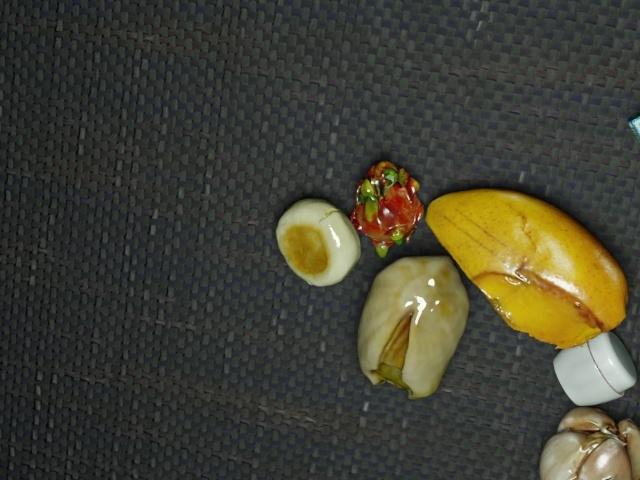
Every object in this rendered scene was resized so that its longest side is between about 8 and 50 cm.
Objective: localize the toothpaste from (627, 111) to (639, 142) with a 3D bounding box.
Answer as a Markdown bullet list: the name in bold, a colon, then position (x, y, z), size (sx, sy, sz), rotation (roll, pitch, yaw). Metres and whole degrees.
- **toothpaste**: position (0.575, -0.089, 1.460), size (0.050, 0.065, 0.266), rotation (-31, 91, 13)

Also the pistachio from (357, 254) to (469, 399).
- **pistachio**: position (0.153, 0.136, 1.526), size (0.166, 0.197, 0.288), rotation (27, 136, 15)

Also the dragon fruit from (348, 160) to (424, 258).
- **dragon fruit**: position (0.103, -0.066, 1.556), size (0.138, 0.175, 0.142), rotation (-20, 64, 5)

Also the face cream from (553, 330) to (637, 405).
- **face cream**: position (0.450, 0.209, 1.512), size (0.104, 0.117, 0.117), rotation (-34, 91, 25)

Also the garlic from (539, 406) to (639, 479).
- **garlic**: position (0.430, 0.378, 1.495), size (0.160, 0.214, 0.191), rotation (20, 148, 42)

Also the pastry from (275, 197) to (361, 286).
- **pastry**: position (0.000, 0.000, 1.571), size (0.156, 0.092, 0.156), rotation (22, 129, 30)

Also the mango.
- **mango**: position (0.324, 0.036, 1.488), size (0.350, 0.201, 0.199), rotation (38, 66, 14)
